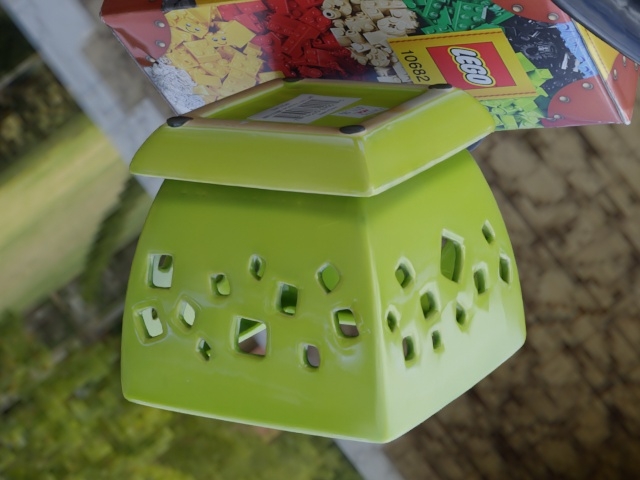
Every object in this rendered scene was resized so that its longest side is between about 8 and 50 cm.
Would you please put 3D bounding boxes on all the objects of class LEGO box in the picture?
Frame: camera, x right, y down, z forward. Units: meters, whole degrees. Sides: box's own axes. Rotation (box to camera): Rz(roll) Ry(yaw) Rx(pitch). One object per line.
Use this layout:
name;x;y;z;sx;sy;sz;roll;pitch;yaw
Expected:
LEGO box;0.085;-0.330;1.482;0.372;0.193;0.500;-3;-125;28

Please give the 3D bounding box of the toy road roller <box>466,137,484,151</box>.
toy road roller;0.096;-0.265;1.876;0.240;0.329;0.202;-47;-161;7

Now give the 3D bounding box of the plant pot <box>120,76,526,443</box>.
plant pot;0.000;0.000;1.305;0.227;0.207;0.228;6;-160;30

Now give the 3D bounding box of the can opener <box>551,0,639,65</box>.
can opener;0.040;-0.111;0.479;0.059;0.186;0.073;-54;-176;26
